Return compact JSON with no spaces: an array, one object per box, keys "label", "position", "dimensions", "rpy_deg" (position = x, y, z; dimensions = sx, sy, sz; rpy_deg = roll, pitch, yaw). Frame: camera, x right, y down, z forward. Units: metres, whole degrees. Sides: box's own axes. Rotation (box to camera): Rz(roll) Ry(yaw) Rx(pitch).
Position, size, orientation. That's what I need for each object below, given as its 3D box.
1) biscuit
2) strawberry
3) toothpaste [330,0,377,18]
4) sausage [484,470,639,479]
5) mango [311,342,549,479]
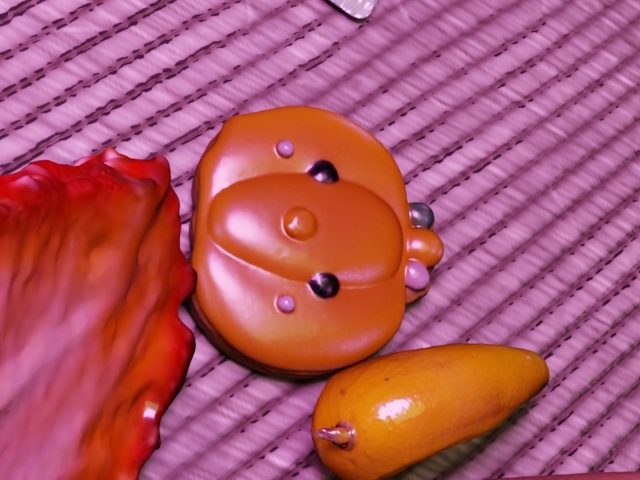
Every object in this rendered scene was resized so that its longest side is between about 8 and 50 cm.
[{"label":"biscuit","position":[0.001,-0.001,0.787],"dimensions":[0.170,0.050,0.170],"rpy_deg":[7,71,-20]},{"label":"strawberry","position":[-0.185,0.074,0.619],"dimensions":[0.149,0.265,0.336],"rpy_deg":[10,36,21]},{"label":"toothpaste","position":[0.065,-0.328,0.912],"dimensions":[0.125,0.080,0.371],"rpy_deg":[33,69,-9]},{"label":"sausage","position":[0.150,0.179,0.676],"dimensions":[0.123,0.253,0.123],"rpy_deg":[5,76,-19]},{"label":"mango","position":[0.065,0.091,0.755],"dimensions":[0.188,0.101,0.066],"rpy_deg":[-11,78,-39]}]
